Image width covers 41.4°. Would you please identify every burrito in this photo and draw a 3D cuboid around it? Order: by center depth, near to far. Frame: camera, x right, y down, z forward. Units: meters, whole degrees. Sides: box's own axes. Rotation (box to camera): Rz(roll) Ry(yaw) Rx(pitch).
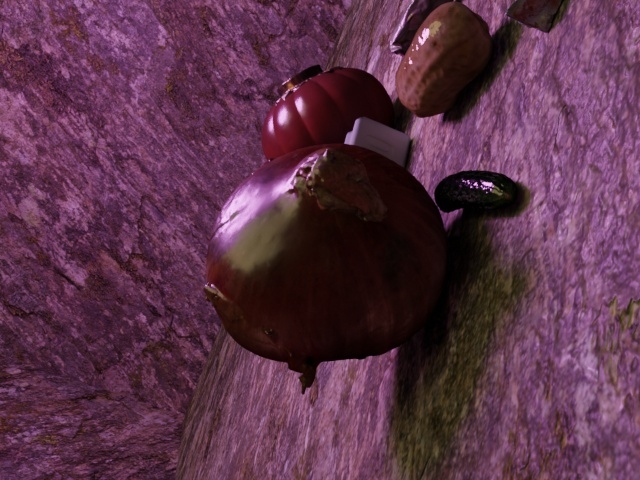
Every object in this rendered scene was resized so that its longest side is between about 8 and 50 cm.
[{"bbox_3d":[0.230,-0.498,1.688,0.309,0.096,0.066,-61,40,32],"label":"burrito"}]

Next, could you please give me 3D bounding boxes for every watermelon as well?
[{"bbox_3d":[0.296,-0.304,1.156,0.085,0.085,0.061,129,129,-61],"label":"watermelon"}]

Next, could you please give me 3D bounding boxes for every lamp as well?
[{"bbox_3d":[0.016,-0.247,1.851,0.303,0.257,0.303,-30,2,1],"label":"lamp"}]

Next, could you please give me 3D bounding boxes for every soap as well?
[{"bbox_3d":[0.095,-0.129,1.613,0.066,0.119,0.198,130,158,-56],"label":"soap"}]

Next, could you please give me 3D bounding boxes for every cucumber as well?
[{"bbox_3d":[0.203,-0.064,1.108,0.215,0.052,0.058,-167,77,-79],"label":"cucumber"}]

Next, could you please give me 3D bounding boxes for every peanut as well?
[{"bbox_3d":[0.199,-0.285,1.388,0.137,0.122,0.253,-28,-17,-33],"label":"peanut"}]

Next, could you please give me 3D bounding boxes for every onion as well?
[{"bbox_3d":[0.007,0.029,1.193,0.353,0.354,0.353,-159,90,-80],"label":"onion"}]
